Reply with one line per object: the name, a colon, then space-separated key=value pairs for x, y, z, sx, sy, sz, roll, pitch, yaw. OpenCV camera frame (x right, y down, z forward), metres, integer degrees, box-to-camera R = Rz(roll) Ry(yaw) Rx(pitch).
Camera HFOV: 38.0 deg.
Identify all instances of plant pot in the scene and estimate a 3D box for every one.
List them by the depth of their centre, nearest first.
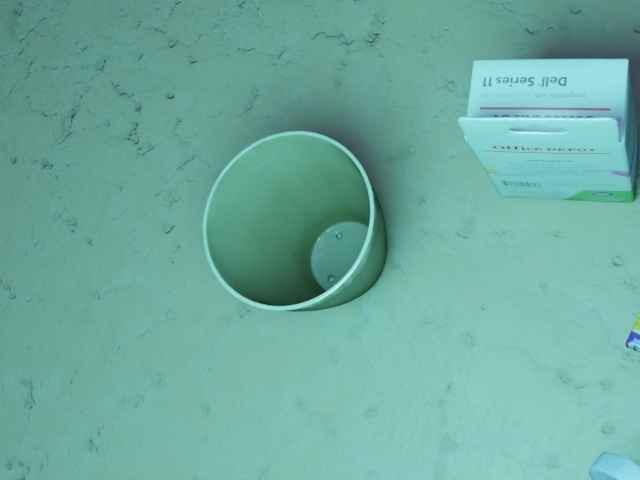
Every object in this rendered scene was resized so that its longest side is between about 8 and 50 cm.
plant pot: x=0.000 y=0.000 z=1.403 sx=0.257 sy=0.274 sz=0.256 roll=-5 pitch=75 yaw=20

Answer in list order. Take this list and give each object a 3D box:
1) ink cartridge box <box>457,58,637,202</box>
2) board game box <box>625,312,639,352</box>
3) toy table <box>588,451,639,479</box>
ink cartridge box: x=0.322 y=-0.156 z=1.277 sx=0.207 sy=0.353 sz=0.119 roll=4 pitch=78 yaw=21
board game box: x=0.537 y=0.091 z=1.302 sx=0.147 sy=0.045 sz=0.193 roll=24 pitch=86 yaw=24
toy table: x=0.383 y=0.388 z=1.044 sx=0.161 sy=0.252 sz=0.274 roll=-45 pitch=58 yaw=-13
